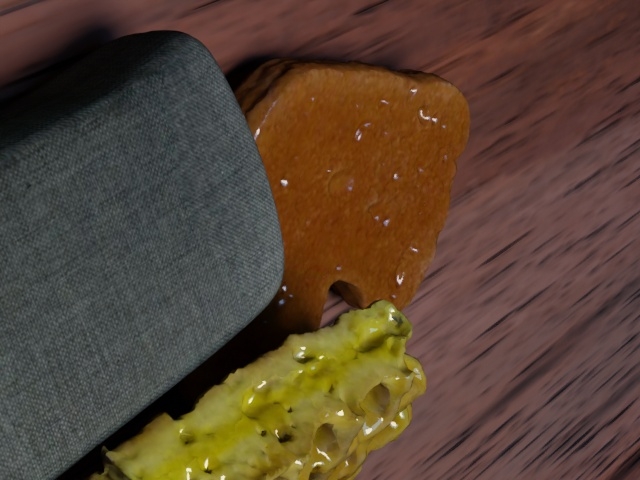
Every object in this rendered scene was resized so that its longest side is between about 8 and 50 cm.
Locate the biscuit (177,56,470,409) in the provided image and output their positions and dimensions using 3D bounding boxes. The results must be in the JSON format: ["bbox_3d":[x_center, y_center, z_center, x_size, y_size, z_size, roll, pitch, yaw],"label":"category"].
[{"bbox_3d":[0.000,0.000,0.774,0.192,0.036,0.186,-2,105,-51],"label":"biscuit"}]

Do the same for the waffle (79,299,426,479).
[{"bbox_3d":[-0.033,0.109,0.691,0.211,0.055,0.160,-29,160,-45],"label":"waffle"}]

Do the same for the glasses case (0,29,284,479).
[{"bbox_3d":[-0.143,0.038,0.562,0.323,0.074,0.131,-37,119,-38],"label":"glasses case"}]
